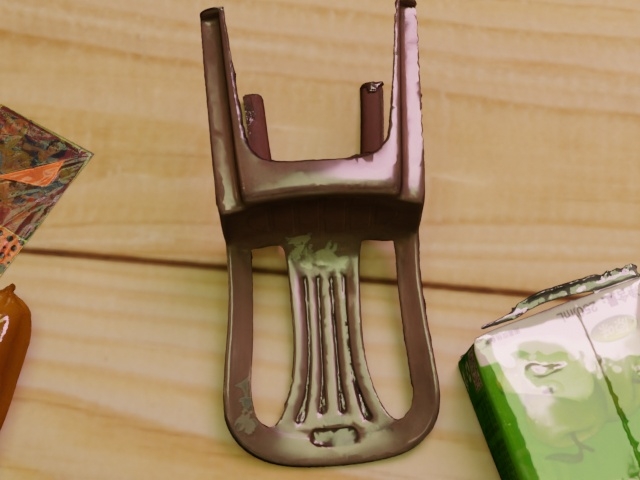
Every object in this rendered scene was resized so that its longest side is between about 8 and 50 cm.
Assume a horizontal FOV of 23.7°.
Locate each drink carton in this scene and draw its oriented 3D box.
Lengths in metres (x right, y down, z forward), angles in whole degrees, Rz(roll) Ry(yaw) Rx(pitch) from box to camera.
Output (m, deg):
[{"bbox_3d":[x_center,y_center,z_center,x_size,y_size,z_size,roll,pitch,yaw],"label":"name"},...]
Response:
[{"bbox_3d":[0.219,0.173,1.176,0.161,0.108,0.271,-20,75,-5],"label":"drink carton"}]

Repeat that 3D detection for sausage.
[{"bbox_3d":[-0.276,0.120,1.224,0.062,0.054,0.183,8,75,32],"label":"sausage"}]

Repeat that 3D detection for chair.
[{"bbox_3d":[0.000,0.000,1.190,0.175,0.183,0.326,-5,73,0],"label":"chair"}]

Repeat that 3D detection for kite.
[{"bbox_3d":[-0.254,-0.061,1.300,0.125,0.008,0.222,-13,75,-6],"label":"kite"}]
